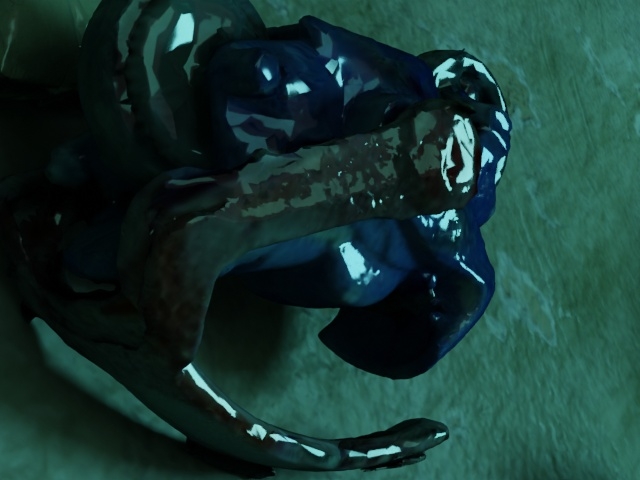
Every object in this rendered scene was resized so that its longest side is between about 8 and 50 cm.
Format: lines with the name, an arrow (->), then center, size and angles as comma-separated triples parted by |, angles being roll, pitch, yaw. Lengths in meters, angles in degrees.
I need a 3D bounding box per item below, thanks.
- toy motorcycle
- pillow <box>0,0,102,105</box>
toy motorcycle -> -0.017, -0.004, 0.704 | 0.319, 0.241, 0.182 | 8, 21, -45
pillow -> -0.119, -0.138, 0.727 | 0.230, 0.050, 0.148 | -1, 73, -57
